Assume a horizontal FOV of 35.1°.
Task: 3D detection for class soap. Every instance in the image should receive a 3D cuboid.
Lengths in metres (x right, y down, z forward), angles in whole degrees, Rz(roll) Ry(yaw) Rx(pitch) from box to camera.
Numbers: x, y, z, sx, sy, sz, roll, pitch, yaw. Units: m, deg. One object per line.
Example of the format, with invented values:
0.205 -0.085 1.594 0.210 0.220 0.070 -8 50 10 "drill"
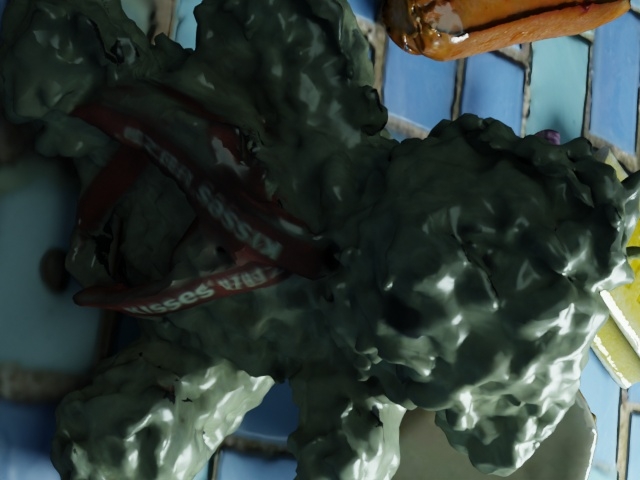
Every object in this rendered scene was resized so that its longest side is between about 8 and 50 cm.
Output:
0.312 0.032 1.076 0.232 0.073 0.140 51 53 -25 "soap"

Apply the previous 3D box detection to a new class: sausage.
0.184 -0.236 0.969 0.330 0.102 0.102 -19 99 -39 "sausage"

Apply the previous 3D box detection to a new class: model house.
0.117 0.151 0.823 0.199 0.220 0.229 55 10 -13 "model house"

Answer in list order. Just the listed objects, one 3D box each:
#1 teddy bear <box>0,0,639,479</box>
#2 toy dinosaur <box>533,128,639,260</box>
0.000 0.000 0.615 0.224 0.368 0.357 -14 101 -54 "teddy bear"
0.185 0.015 0.893 0.072 0.199 0.251 27 27 -7 "toy dinosaur"
